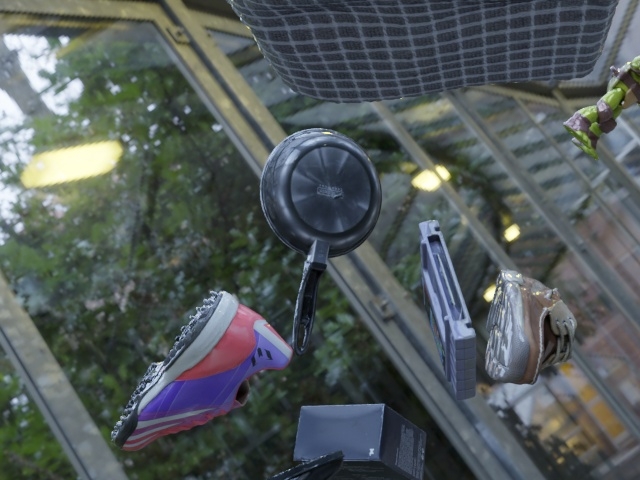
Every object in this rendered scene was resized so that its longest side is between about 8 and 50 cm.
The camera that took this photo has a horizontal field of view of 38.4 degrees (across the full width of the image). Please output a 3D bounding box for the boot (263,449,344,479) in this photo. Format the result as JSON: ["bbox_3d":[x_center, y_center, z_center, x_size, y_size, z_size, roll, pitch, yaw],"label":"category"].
[{"bbox_3d":[-0.015,0.285,0.962,0.121,0.099,0.045,-22,-12,-10],"label":"boot"}]

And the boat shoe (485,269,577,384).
[{"bbox_3d":[0.295,0.116,1.261,0.324,0.116,0.123,-52,-24,-72],"label":"boat shoe"}]

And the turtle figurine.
[{"bbox_3d":[0.479,-0.237,1.440,0.217,0.087,0.269,-45,-15,7],"label":"turtle figurine"}]

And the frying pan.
[{"bbox_3d":[-0.023,-0.018,1.354,0.326,0.197,0.053,-61,16,-16],"label":"frying pan"}]

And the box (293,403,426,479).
[{"bbox_3d":[0.066,0.329,1.473,0.155,0.093,0.158,-8,-30,30],"label":"box"}]

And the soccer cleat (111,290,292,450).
[{"bbox_3d":[-0.153,0.185,1.109,0.318,0.116,0.109,-49,12,39],"label":"soccer cleat"}]

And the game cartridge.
[{"bbox_3d":[0.281,0.156,2.076,0.068,0.355,0.230,-7,-45,-4],"label":"game cartridge"}]

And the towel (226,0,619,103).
[{"bbox_3d":[0.080,-0.185,0.657,0.283,0.121,0.235,0,-12,11],"label":"towel"}]
